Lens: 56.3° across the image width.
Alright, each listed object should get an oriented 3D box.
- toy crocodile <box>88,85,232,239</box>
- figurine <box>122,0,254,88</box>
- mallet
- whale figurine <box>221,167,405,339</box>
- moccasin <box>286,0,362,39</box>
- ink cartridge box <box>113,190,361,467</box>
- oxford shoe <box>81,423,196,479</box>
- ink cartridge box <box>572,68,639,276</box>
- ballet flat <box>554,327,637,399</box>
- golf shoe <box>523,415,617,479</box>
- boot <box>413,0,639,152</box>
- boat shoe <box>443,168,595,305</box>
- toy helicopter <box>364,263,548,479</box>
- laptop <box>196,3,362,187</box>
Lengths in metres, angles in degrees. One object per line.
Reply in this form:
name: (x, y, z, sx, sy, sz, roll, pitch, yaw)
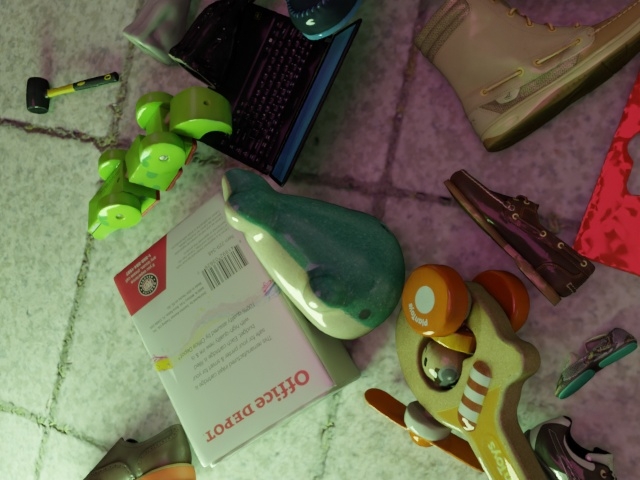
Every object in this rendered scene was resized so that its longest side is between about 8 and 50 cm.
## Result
toy crocodile: (-0.263, -0.113, 0.922, 0.340, 0.105, 0.115, -41, 48, 31)
figurine: (-0.183, -0.367, 0.929, 0.214, 0.092, 0.210, 31, 90, 34)
mallet: (-0.443, -0.280, 1.064, 0.189, 0.039, 0.062, -15, 78, 15)
whale figurine: (0.000, 0.000, 0.743, 0.141, 0.272, 0.216, -40, 29, 13)
moccasin: (-0.019, -0.414, 0.797, 0.137, 0.117, 0.342, -19, 55, 22)
ink cartridge box: (-0.121, 0.120, 0.846, 0.226, 0.131, 0.306, -35, 76, 15)
oxford shoe: (-0.312, 0.369, 0.937, 0.271, 0.097, 0.098, -23, 58, 14)
ink cartridge box: (0.512, -0.064, 0.629, 0.384, 0.091, 0.308, 21, 94, 21)
ballet flat: (0.323, 0.145, 0.720, 0.114, 0.041, 0.041, -42, 72, 14)
golf shoe: (0.316, 0.294, 0.686, 0.094, 0.077, 0.198, -45, 73, 13)
boot: (0.266, -0.263, 0.743, 0.262, 0.095, 0.204, -37, 72, 21)
boat shoe: (0.245, -0.018, 0.744, 0.073, 0.073, 0.207, -45, 79, 14)
toy helicopter: (0.177, 0.212, 0.692, 0.235, 0.140, 0.355, -55, 44, 36)
laptop: (-0.081, -0.222, 0.855, 0.264, 0.136, 0.234, 28, 96, 21)
